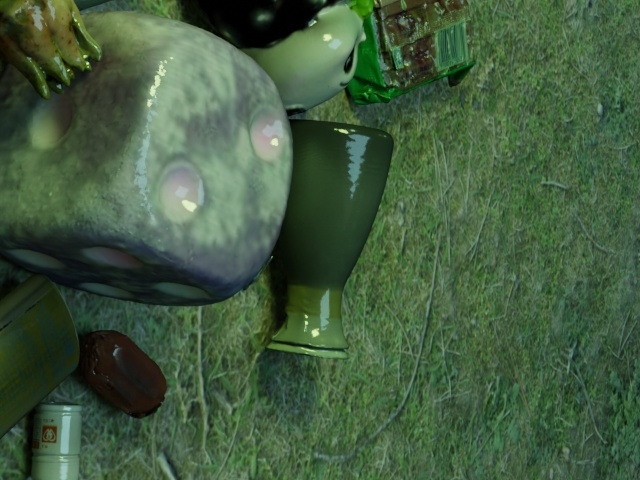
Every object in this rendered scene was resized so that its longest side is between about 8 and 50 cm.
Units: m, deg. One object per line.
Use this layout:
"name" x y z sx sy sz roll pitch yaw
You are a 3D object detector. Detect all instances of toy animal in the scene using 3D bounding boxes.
"toy animal" -0.037 -0.305 1.973 0.267 0.212 0.213 54 50 -33

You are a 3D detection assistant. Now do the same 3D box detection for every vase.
"vase" 0.000 0.000 2.070 0.173 0.173 0.321 5 91 -53

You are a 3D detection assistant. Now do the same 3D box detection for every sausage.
"sausage" -0.240 0.161 1.812 0.141 0.076 0.076 45 55 -41

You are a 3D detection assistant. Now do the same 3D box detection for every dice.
"dice" -0.208 -0.086 1.690 0.271 0.270 0.270 30 66 -49

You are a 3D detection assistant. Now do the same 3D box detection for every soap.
"soap" 0.138 -0.315 2.297 0.273 0.098 0.218 -27 111 -50

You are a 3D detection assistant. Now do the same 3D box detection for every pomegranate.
"pomegranate" -0.337 -0.286 1.524 0.222 0.276 0.204 -70 -176 -64

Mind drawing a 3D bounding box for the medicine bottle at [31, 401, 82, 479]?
"medicine bottle" -0.306 0.233 1.734 0.057 0.057 0.089 7 84 -53

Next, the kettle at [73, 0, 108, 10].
"kettle" -0.276 -0.367 1.728 0.211 0.160 0.243 52 34 8

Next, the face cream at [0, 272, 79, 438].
"face cream" -0.377 0.165 1.628 0.285 0.067 0.139 -45 134 -44
